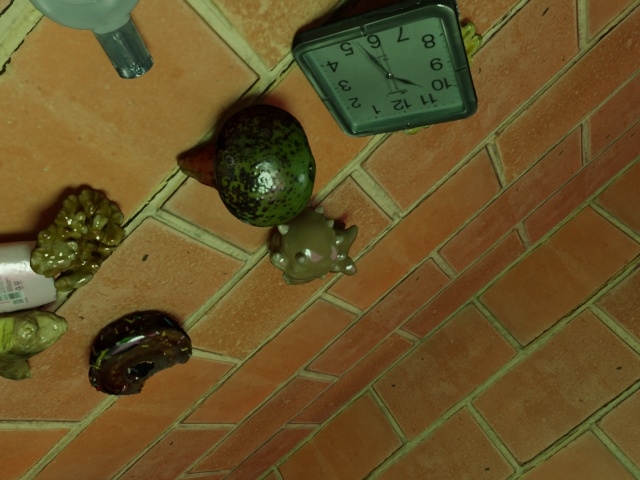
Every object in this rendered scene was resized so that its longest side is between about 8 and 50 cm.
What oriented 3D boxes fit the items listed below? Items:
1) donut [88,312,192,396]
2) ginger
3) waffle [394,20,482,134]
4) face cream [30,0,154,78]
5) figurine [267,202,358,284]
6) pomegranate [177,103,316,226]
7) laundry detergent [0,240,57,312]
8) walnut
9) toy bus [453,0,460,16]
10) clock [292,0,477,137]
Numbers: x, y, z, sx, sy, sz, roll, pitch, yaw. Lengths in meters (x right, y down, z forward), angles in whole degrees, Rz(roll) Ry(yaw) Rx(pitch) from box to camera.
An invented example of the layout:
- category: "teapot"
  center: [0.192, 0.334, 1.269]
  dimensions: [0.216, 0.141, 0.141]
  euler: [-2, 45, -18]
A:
- category: "donut"
  center: [-0.426, 0.258, 1.054]
  dimensions: [0.230, 0.096, 0.216]
  euler: [-39, 143, 3]
- category: "ginger"
  center: [-0.563, 0.202, 0.853]
  dimensions: [0.131, 0.086, 0.294]
  euler: [-14, 160, -42]
- category: "waffle"
  center: [0.217, -0.340, 0.956]
  dimensions: [0.249, 0.056, 0.262]
  euler: [-13, 140, -30]
- category: "face cream"
  center: [-0.281, -0.326, 0.520]
  dimensions: [0.143, 0.071, 0.291]
  euler: [-28, 144, -7]
- category: "figurine"
  center: [-0.002, 0.004, 1.058]
  dimensions: [0.246, 0.177, 0.173]
  euler: [1, 150, -27]
- category: "pomegranate"
  center: [-0.133, -0.132, 0.802]
  dimensions: [0.247, 0.214, 0.214]
  euler: [6, 140, 5]
- category: "laundry detergent"
  center: [-0.603, 0.079, 0.700]
  dimensions: [0.334, 0.088, 0.159]
  euler: [-11, 145, -31]
- category: "walnut"
  center: [-0.386, 0.002, 0.749]
  dimensions: [0.143, 0.068, 0.170]
  euler: [73, 36, -57]
- category: "toy bus"
  center: [0.152, -0.423, 0.721]
  dimensions: [0.091, 0.109, 0.262]
  euler: [-20, 141, 19]
- category: "clock"
  center: [0.122, -0.296, 0.809]
  dimensions: [0.273, 0.049, 0.279]
  euler: [-4, 156, 26]
